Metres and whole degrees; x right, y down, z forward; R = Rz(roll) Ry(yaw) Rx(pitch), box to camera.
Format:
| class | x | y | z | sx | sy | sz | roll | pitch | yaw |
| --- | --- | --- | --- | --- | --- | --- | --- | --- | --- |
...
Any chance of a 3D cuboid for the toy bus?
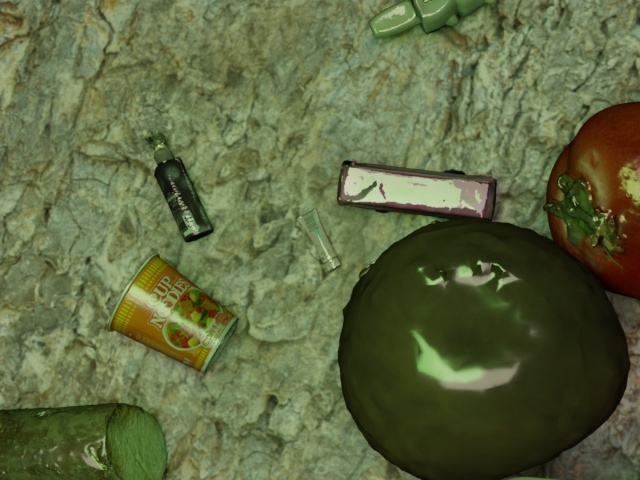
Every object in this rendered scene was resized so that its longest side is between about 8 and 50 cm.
| class | x | y | z | sx | sy | sz | roll | pitch | yaw |
| --- | --- | --- | --- | --- | --- | --- | --- | --- | --- |
| toy bus | 0.161 | -0.085 | 1.880 | 0.274 | 0.112 | 0.090 | 7 | 92 | 11 |

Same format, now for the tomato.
| class | x | y | z | sx | sy | sz | roll | pitch | yaw |
| --- | --- | --- | --- | --- | --- | --- | --- | --- | --- |
| tomato | 0.523 | -0.066 | 1.730 | 0.322 | 0.321 | 0.321 | -1 | 84 | 10 |

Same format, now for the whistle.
| class | x | y | z | sx | sy | sz | roll | pitch | yaw |
| --- | --- | --- | --- | --- | --- | --- | --- | --- | --- |
| whistle | 0.200 | -0.415 | 1.914 | 0.244 | 0.092 | 0.110 | -26 | 82 | 5 |

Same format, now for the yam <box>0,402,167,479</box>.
| class | x | y | z | sx | sy | sz | roll | pitch | yaw |
| --- | --- | --- | --- | --- | --- | --- | --- | --- | --- |
| yam | -0.435 | 0.367 | 1.909 | 0.304 | 0.168 | 0.168 | -5 | 83 | 11 |

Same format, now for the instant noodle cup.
| class | x | y | z | sx | sy | sz | roll | pitch | yaw |
| --- | --- | --- | --- | --- | --- | --- | --- | --- | --- |
| instant noodle cup | -0.248 | 0.137 | 1.910 | 0.185 | 0.168 | 0.168 | 31 | 90 | 4 |

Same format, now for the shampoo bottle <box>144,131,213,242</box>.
| class | x | y | z | sx | sy | sz | roll | pitch | yaw |
| --- | --- | --- | --- | --- | --- | --- | --- | --- | --- |
| shampoo bottle | -0.259 | -0.099 | 1.973 | 0.057 | 0.063 | 0.207 | -25 | 80 | -5 |

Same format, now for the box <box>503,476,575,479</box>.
| class | x | y | z | sx | sy | sz | roll | pitch | yaw |
| --- | --- | --- | --- | --- | --- | --- | --- | --- | --- |
| box | 0.442 | 0.506 | 1.675 | 0.367 | 0.090 | 0.373 | 2 | 128 | 9 |

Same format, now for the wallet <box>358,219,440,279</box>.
| class | x | y | z | sx | sy | sz | roll | pitch | yaw |
| --- | --- | --- | --- | --- | --- | --- | --- | --- | --- |
| wallet | 0.157 | 0.046 | 1.906 | 0.176 | 0.026 | 0.095 | -34 | 77 | 4 |

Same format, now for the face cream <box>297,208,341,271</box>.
| class | x | y | z | sx | sy | sz | roll | pitch | yaw |
| --- | --- | --- | --- | --- | --- | --- | --- | --- | --- |
| face cream | 0.000 | 0.000 | 1.940 | 0.038 | 0.020 | 0.115 | -29 | 79 | 7 |

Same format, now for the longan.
| class | x | y | z | sx | sy | sz | roll | pitch | yaw |
| --- | --- | --- | --- | --- | --- | --- | --- | --- | --- |
| longan | 0.232 | 0.164 | 1.689 | 0.436 | 0.404 | 0.404 | -27 | 80 | 27 |
